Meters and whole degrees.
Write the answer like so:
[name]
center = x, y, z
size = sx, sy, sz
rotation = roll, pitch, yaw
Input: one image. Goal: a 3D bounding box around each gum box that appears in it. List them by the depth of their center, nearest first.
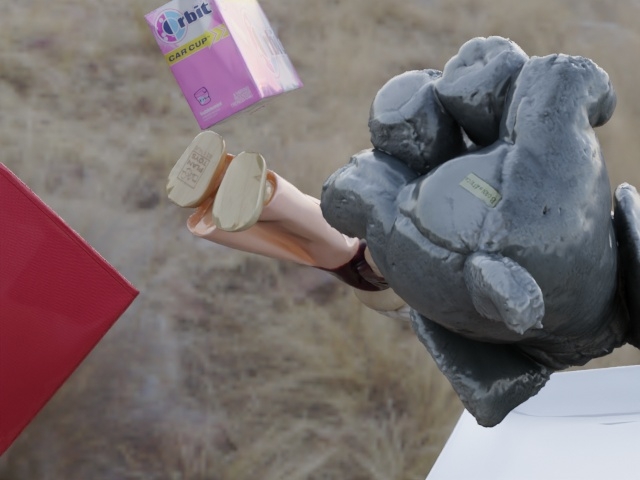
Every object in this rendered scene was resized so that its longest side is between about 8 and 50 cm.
[gum box]
center = -0.080, -0.166, 1.248
size = 0.062, 0.107, 0.188
rotation = -26, 4, 13

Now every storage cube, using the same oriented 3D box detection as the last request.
[storage cube]
center = -0.315, 0.043, 1.229
size = 0.215, 0.193, 0.184
rotation = 46, -14, -29

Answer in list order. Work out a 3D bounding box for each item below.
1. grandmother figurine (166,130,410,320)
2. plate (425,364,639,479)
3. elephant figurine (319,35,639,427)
[grandmother figurine]
center = 0.000, 0.000, 1.371
size = 0.342, 0.104, 0.208
rotation = 29, 7, -47
[plate]
center = 0.217, 0.157, 0.979
size = 0.278, 0.045, 0.277
rotation = -7, 16, 22
[elephant figurine]
center = 0.126, 0.018, 0.752
size = 0.169, 0.239, 0.186
rotation = 10, 60, 44
